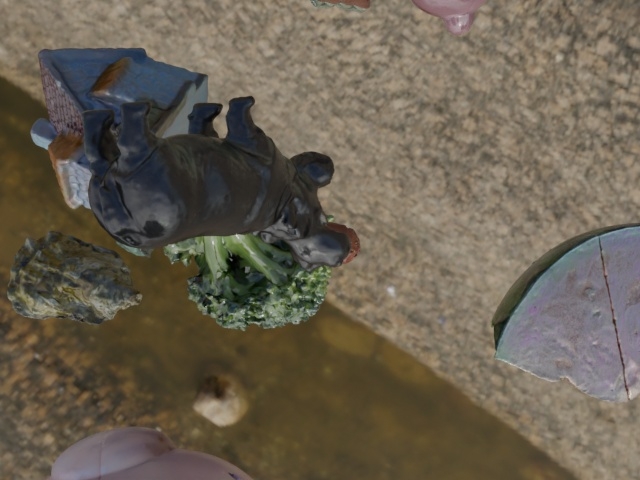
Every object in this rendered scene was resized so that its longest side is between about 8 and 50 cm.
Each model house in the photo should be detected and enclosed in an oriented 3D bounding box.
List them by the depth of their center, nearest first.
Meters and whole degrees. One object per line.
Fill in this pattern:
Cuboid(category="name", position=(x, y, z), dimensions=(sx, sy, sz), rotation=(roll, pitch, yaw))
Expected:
Cuboid(category="model house", position=(-0.426, -0.205, 1.800), dimensions=(0.339, 0.297, 0.360), rotation=(24, 149, 8))

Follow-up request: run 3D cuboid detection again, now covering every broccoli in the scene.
Cuboid(category="broccoli", position=(-0.105, -0.010, 1.386), dimensions=(0.288, 0.235, 0.259), rotation=(10, 121, 20))

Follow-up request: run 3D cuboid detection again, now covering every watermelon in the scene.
Cuboid(category="watermelon", position=(0.425, 0.088, 1.463), dimensions=(0.292, 0.222, 0.319), rotation=(30, 89, -10))

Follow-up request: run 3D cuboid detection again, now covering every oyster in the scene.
Cuboid(category="oyster", position=(-0.267, 0.047, 0.989), dimensions=(0.122, 0.045, 0.146), rotation=(-42, 78, 7))

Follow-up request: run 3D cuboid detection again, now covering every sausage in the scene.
Cuboid(category="sausage", position=(0.000, 0.000, 1.639), dimensions=(0.141, 0.076, 0.076), rotation=(8, 125, 22))

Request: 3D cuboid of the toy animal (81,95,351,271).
Cuboid(category="toy animal", position=(-0.087, -0.063, 0.983), dimensions=(0.106, 0.343, 0.168), rotation=(-2, 82, 44))

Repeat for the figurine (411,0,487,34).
Cuboid(category="figurine", position=(0.202, -0.429, 1.449), dimensions=(0.173, 0.173, 0.173), rotation=(13, 127, 18))

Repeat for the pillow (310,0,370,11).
Cuboid(category="pillow", position=(0.005, -0.423, 1.365), dimensions=(0.075, 0.171, 0.179), rotation=(-13, 91, 31))

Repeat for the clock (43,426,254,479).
Cuboid(category="clock", position=(-0.144, 0.351, 0.814), dimensions=(0.251, 0.376, 0.368), rotation=(-10, 85, -6))
